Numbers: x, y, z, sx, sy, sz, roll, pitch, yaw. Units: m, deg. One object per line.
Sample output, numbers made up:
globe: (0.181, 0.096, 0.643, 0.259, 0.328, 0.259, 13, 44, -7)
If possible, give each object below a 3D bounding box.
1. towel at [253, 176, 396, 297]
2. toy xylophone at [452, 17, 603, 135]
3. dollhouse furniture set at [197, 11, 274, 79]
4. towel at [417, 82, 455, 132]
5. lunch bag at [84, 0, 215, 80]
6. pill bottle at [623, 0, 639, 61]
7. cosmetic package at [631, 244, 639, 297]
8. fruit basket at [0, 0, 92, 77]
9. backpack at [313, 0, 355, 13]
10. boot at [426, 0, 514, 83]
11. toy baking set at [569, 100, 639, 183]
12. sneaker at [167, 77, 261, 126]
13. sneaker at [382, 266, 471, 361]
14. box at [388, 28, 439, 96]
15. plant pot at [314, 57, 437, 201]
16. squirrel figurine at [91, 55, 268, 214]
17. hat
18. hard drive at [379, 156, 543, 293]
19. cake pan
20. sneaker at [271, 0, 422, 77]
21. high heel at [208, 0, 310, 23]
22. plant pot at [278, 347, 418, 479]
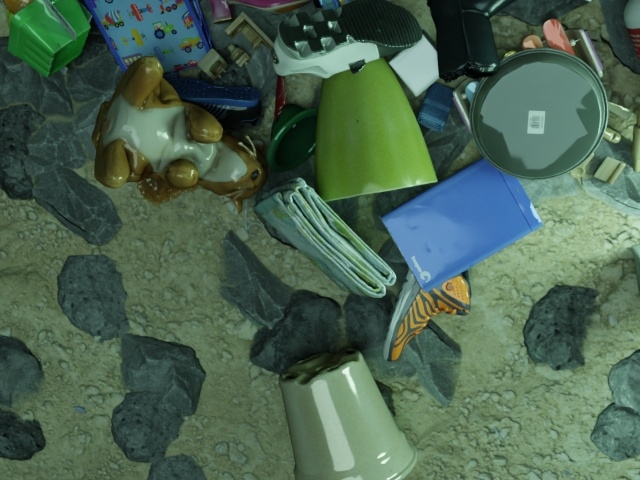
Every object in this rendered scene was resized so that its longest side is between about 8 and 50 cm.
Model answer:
towel: (0.000, 0.000, 1.912, 0.090, 0.374, 0.320, -45, 99, -8)
toy xylophone: (0.468, -0.328, 1.850, 0.323, 0.081, 0.236, -33, 104, 19)
dollhouse furniture set: (-0.173, -0.398, 1.876, 0.151, 0.144, 0.123, -45, 88, 3)
towel: (0.260, -0.299, 1.880, 0.067, 0.119, 0.029, 25, 149, -2)
lunch bag: (-0.380, -0.493, 1.902, 0.221, 0.138, 0.293, -13, 119, 11)
pill bottle: (0.758, -0.412, 1.692, 0.229, 0.229, 0.407, -24, 106, 17)
cosmetic package: (0.814, 0.097, 1.909, 0.151, 0.183, 0.151, -11, 109, 13)
fruit basket: (-0.659, -0.553, 1.846, 0.165, 0.327, 0.353, -36, 97, -22)
backpack: (0.039, -0.538, 1.783, 0.117, 0.173, 0.158, -13, 108, 14)
boot: (0.355, -0.451, 1.767, 0.246, 0.094, 0.207, -12, 84, 8)
toy baking set: (0.625, -0.226, 1.851, 0.197, 0.030, 0.256, -4, 129, 4)
sneaker: (-0.254, -0.316, 1.958, 0.232, 0.081, 0.090, 9, 136, 2)
sneaker: (0.270, 0.179, 2.058, 0.180, 0.124, 0.321, 19, 113, 2)
box: (0.221, -0.394, 1.858, 0.101, 0.087, 0.102, -38, 102, 20)
plant pot: (0.098, -0.250, 1.862, 0.275, 0.275, 0.293, -10, 93, 12)
squirrel figurine: (-0.315, -0.206, 1.913, 0.370, 0.397, 0.281, 17, 84, -28)
hat: (-0.097, -0.294, 1.967, 0.208, 0.173, 0.183, -46, 65, 2)
hard drive: (0.328, -0.046, 1.951, 0.319, 0.040, 0.210, -30, 98, 3)
cake pan: (0.467, -0.261, 1.796, 0.293, 0.054, 0.293, 4, 112, 10)
sneaker: (0.048, -0.410, 1.741, 0.330, 0.146, 0.122, -11, 72, -21)
high heel: (-0.136, -0.561, 1.864, 0.244, 0.082, 0.117, -9, 94, 12)
plant pot: (0.043, 0.452, 2.120, 0.334, 0.334, 0.305, -16, 97, 15)
